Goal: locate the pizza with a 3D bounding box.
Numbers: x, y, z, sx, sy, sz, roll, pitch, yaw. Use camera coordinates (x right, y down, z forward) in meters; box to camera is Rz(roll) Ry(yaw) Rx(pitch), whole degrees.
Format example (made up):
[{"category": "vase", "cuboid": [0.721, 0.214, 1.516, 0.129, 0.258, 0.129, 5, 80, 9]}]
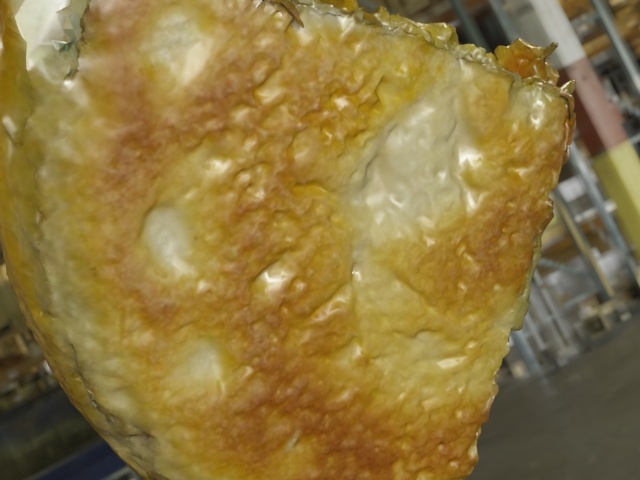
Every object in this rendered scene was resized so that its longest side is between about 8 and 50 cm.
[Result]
[{"category": "pizza", "cuboid": [0.000, 0.000, 0.561, 0.226, 0.335, 0.086, -35, 34, -10]}]
